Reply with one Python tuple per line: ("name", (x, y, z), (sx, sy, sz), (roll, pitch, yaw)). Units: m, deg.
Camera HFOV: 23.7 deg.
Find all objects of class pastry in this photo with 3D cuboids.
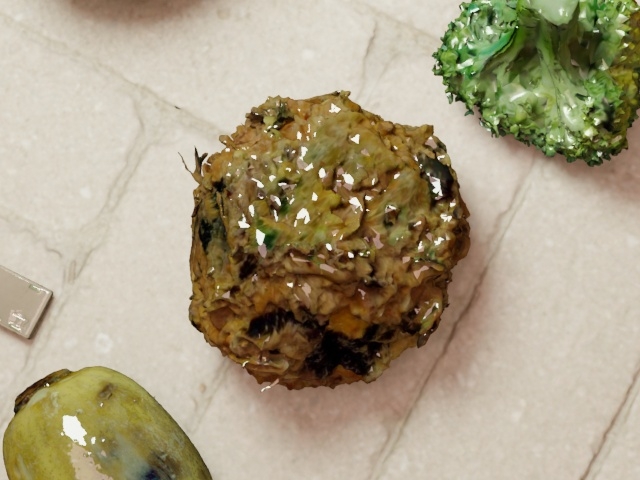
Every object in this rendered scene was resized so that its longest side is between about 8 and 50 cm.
("pastry", (0.000, 0.000, 1.315), (0.274, 0.193, 0.275), (-1, 81, 9))

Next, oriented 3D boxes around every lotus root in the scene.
("lotus root", (-0.166, 0.233, 1.343), (0.154, 0.154, 0.278), (-39, 84, 3))

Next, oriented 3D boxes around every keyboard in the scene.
("keyboard", (-0.336, 0.038, 1.455), (0.166, 0.017, 0.055), (26, 83, 11))

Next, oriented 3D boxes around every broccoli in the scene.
("broccoli", (0.195, -0.167, 1.305), (0.194, 0.194, 0.220), (-32, 74, 4))
